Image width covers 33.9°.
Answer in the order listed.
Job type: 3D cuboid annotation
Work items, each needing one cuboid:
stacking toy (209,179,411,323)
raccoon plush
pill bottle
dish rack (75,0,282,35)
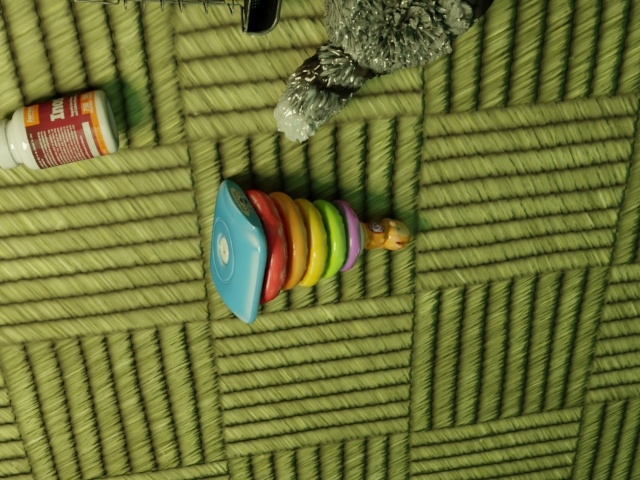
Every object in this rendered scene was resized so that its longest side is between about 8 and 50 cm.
[{"bbox_3d":[0.000,0.000,1.525,0.302,0.175,0.165,-5,127,-23],"label":"stacking toy"},{"bbox_3d":[0.011,-0.324,1.243,0.299,0.216,0.446,36,113,-24],"label":"raccoon plush"},{"bbox_3d":[-0.346,-0.140,1.366,0.152,0.086,0.086,-13,128,-3],"label":"pill bottle"},{"bbox_3d":[-0.177,-0.358,1.246,0.272,0.074,0.208,1,126,-13],"label":"dish rack"}]
